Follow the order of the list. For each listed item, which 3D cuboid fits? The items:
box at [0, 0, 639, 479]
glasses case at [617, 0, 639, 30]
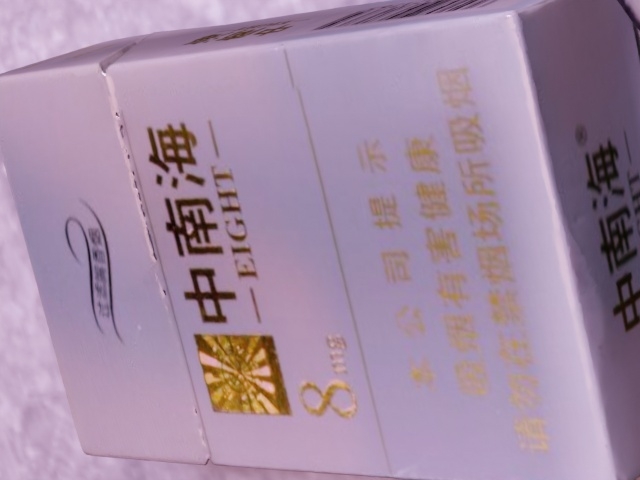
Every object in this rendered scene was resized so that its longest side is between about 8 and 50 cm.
[{"bbox_3d":[0.000,0.000,0.630,0.243,0.067,0.155,-3,105,41],"label":"box"},{"bbox_3d":[0.182,-0.140,0.416,0.114,0.060,0.299,51,133,15],"label":"glasses case"}]
